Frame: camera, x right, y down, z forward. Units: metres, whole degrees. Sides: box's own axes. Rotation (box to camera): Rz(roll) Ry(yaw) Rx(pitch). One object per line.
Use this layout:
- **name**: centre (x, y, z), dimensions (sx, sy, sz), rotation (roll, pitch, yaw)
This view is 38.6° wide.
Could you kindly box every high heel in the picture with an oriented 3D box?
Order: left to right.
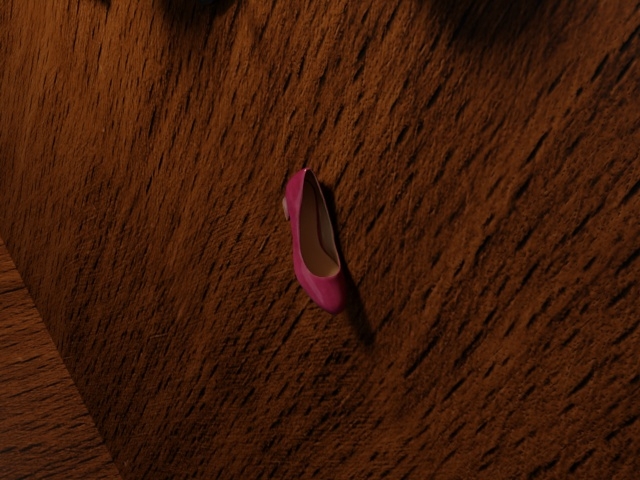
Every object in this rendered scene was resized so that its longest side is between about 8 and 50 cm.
- **high heel**: centre (0.000, 0.000, 1.545), dimensions (0.117, 0.082, 0.244), rotation (125, 133, -62)

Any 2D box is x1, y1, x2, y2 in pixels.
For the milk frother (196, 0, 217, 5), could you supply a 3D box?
- **milk frother**: centre (-0.240, -0.470, 1.606), dimensions (0.135, 0.143, 0.129), rotation (-22, 94, 54)
